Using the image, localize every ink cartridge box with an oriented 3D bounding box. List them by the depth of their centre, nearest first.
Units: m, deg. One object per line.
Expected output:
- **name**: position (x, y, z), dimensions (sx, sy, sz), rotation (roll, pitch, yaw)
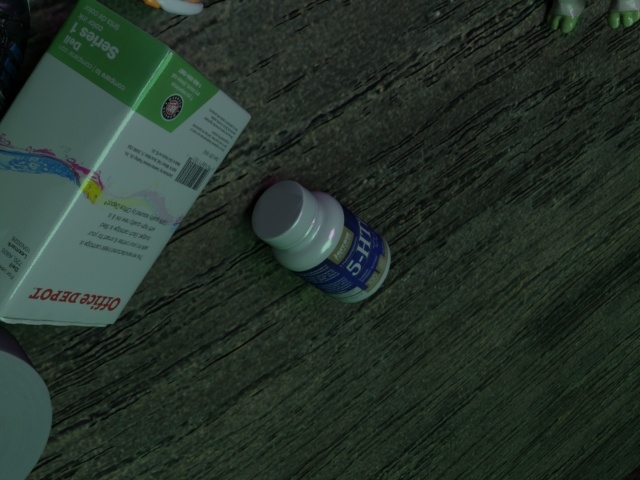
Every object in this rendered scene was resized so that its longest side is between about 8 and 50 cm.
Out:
- **ink cartridge box**: position (-0.217, -0.062, 0.777), dimensions (0.278, 0.117, 0.201), rotation (-56, 163, 2)

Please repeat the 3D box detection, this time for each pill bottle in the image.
- **pill bottle**: position (0.000, 0.000, 1.043), dimensions (0.187, 0.112, 0.112), rotation (35, 91, -45)

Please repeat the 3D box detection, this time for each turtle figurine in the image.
- **turtle figurine**: position (0.323, -0.349, 1.047), dimensions (0.198, 0.274, 0.266), rotation (-28, 145, 23)

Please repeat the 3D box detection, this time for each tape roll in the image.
- **tape roll**: position (-0.374, 0.176, 0.752), dimensions (0.219, 0.072, 0.219), rotation (-21, 127, -31)

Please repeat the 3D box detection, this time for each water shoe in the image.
- **water shoe**: position (-0.304, -0.151, 0.729), dimensions (0.073, 0.080, 0.203), rotation (4, 112, -41)

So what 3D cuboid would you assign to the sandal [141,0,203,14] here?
- **sandal**: position (-0.211, -0.278, 0.716), dimensions (0.265, 0.102, 0.076), rotation (13, 109, -41)
